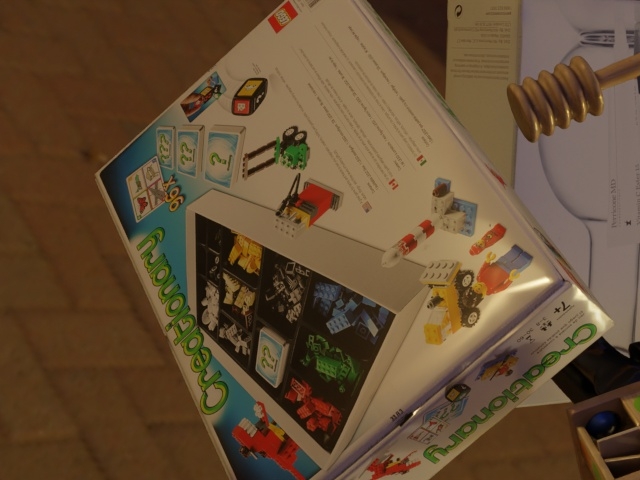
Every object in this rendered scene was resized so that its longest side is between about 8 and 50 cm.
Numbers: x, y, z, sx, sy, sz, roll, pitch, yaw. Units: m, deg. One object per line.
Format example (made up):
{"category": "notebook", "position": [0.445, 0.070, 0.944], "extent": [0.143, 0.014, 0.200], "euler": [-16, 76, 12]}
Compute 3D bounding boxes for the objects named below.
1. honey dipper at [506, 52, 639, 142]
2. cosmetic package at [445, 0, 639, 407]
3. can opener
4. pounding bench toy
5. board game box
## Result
{"category": "honey dipper", "position": [0.165, -0.089, 0.754], "extent": [0.030, 0.161, 0.030], "euler": [157, -90, -86]}
{"category": "cosmetic package", "position": [0.266, -0.034, 1.212], "extent": [0.377, 0.284, 0.097], "euler": [-3, 10, -30]}
{"category": "can opener", "position": [0.151, 0.069, 0.919], "extent": [0.073, 0.059, 0.186], "euler": [-14, 32, -25]}
{"category": "pounding bench toy", "position": [0.163, 0.095, 0.736], "extent": [0.083, 0.052, 0.065], "euler": [-19, 36, -3]}
{"category": "board game box", "position": [0.000, 0.000, 0.860], "extent": [0.053, 0.193, 0.305], "euler": [39, 14, -42]}
